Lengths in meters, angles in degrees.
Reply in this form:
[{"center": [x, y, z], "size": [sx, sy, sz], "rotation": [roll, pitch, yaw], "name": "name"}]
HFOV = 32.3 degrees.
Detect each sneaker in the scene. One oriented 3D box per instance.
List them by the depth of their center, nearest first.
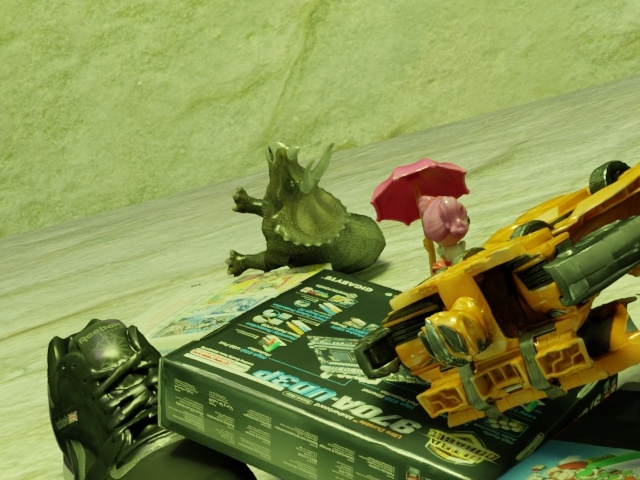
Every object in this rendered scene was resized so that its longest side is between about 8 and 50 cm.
[{"center": [-0.133, 0.120, 0.735], "size": [0.107, 0.124, 0.283], "rotation": [-21, 12, -25], "name": "sneaker"}]

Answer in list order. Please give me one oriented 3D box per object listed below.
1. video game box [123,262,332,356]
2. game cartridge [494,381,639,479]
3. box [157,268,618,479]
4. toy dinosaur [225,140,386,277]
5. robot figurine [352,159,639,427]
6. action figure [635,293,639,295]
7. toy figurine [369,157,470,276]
[{"center": [-0.104, 0.082, 1.113], "size": [0.187, 0.048, 0.205], "rotation": [-12, 11, 26], "name": "video game box"}, {"center": [0.159, 0.133, 0.445], "size": [0.355, 0.068, 0.230], "rotation": [-24, 18, -40], "name": "game cartridge"}, {"center": [0.042, 0.090, 0.659], "size": [0.220, 0.051, 0.175], "rotation": [16, 26, 30], "name": "box"}, {"center": [0.000, 0.000, 1.224], "size": [0.160, 0.121, 0.313], "rotation": [3, -18, 32], "name": "toy dinosaur"}, {"center": [0.153, 0.011, 0.607], "size": [0.291, 0.085, 0.211], "rotation": [-28, -1, -43], "name": "robot figurine"}, {"center": [0.289, 0.036, 0.609], "size": [0.137, 0.063, 0.232], "rotation": [5, 1, -9], "name": "action figure"}, {"center": [0.095, 0.016, 0.866], "size": [0.130, 0.159, 0.173], "rotation": [-17, 11, -11], "name": "toy figurine"}]
